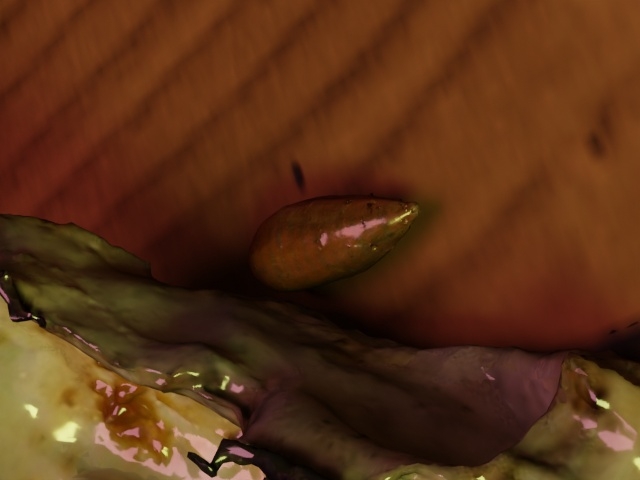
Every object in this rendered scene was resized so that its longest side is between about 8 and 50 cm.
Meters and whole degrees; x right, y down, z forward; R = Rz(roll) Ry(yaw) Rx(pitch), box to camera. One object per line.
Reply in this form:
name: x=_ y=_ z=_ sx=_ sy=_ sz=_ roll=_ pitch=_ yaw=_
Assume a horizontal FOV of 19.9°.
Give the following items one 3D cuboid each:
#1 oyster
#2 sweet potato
oyster: x=-0.027 y=0.070 z=0.610 sx=0.337 sy=0.133 sz=0.198 roll=-2 pitch=119 yaw=42
sweet potato: x=0.000 y=0.000 z=0.649 sx=0.095 sy=0.034 sz=0.034 roll=-21 pitch=81 yaw=50
